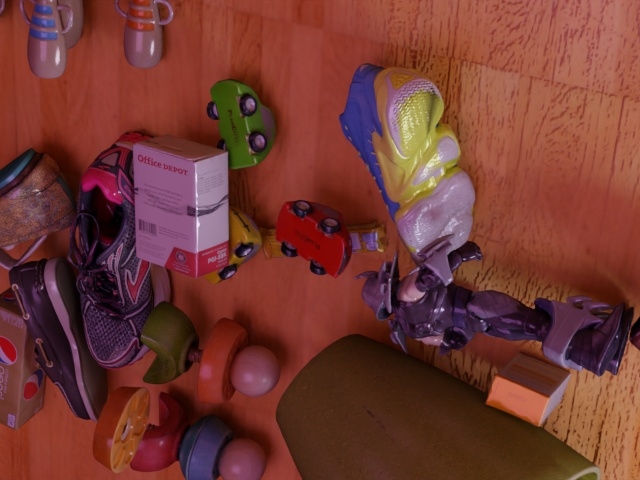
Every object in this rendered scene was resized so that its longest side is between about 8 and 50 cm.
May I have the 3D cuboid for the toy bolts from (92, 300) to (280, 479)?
[{"bbox_3d":[-0.145,0.221,1.763,0.159,0.218,0.228,16,139,13],"label":"toy bolts"}]

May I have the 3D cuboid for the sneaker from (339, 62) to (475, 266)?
[{"bbox_3d":[0.087,-0.085,1.559,0.126,0.091,0.240,40,149,47],"label":"sneaker"}]

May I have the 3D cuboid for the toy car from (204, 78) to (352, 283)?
[{"bbox_3d":[-0.064,-0.068,1.635,0.239,0.053,0.225,-5,101,44],"label":"toy car"}]

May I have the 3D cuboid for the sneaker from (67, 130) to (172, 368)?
[{"bbox_3d":[-0.247,0.021,1.756,0.121,0.112,0.299,17,121,20],"label":"sneaker"}]

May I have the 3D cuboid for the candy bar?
[{"bbox_3d":[0.000,0.000,1.671,0.162,0.018,0.040,-4,109,29],"label":"candy bar"}]

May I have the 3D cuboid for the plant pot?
[{"bbox_3d":[0.099,0.244,1.617,0.293,0.275,0.274,44,128,23],"label":"plant pot"}]

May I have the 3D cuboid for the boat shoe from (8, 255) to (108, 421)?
[{"bbox_3d":[-0.319,0.124,1.850,0.069,0.081,0.227,-7,116,12],"label":"boat shoe"}]

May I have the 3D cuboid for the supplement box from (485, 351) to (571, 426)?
[{"bbox_3d":[0.218,0.155,1.582,0.062,0.098,0.036,22,108,18],"label":"supplement box"}]

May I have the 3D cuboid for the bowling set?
[{"bbox_3d":[-0.315,-0.261,1.606,0.287,0.200,0.154,14,118,17],"label":"bowling set"}]

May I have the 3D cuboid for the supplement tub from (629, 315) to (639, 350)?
[{"bbox_3d":[0.406,0.119,1.465,0.198,0.106,0.106,39,126,5],"label":"supplement tub"}]

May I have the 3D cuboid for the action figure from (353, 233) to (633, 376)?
[{"bbox_3d":[0.168,0.072,1.541,0.285,0.099,0.185,13,163,18],"label":"action figure"}]

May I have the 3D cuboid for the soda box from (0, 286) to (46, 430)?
[{"bbox_3d":[-0.386,0.148,1.922,0.058,0.061,0.181,23,123,17],"label":"soda box"}]

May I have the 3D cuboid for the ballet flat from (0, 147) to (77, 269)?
[{"bbox_3d":[-0.427,-0.001,1.845,0.349,0.123,0.123,-24,101,34],"label":"ballet flat"}]

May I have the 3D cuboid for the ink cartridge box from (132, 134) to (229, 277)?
[{"bbox_3d":[-0.152,-0.039,1.649,0.099,0.056,0.135,18,117,37],"label":"ink cartridge box"}]
